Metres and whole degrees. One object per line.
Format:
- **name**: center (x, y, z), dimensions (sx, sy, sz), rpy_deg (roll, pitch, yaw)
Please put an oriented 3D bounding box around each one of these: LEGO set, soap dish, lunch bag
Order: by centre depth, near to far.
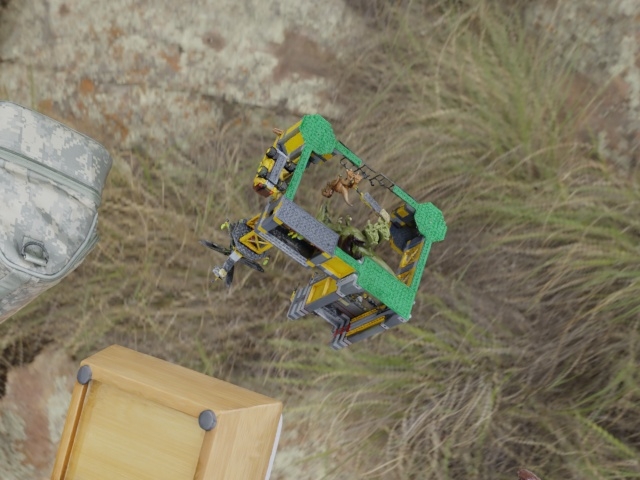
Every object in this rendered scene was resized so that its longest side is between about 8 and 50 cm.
- **soap dish**: center (-0.202, 0.271, 1.283), dimensions (0.291, 0.118, 0.228), rpy_deg (13, 87, 34)
- **LEGO set**: center (0.000, 0.000, 1.473), dimensions (0.331, 0.192, 0.254), rpy_deg (30, 54, -26)
- **lunch bag**: center (-0.462, -0.009, 1.496), dimensions (0.213, 0.305, 0.256), rpy_deg (29, 50, -31)

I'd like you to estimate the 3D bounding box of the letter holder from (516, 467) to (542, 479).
- **letter holder**: center (0.264, 0.172, 0.573), dimensions (0.152, 0.302, 0.214), rpy_deg (-51, 49, -4)
